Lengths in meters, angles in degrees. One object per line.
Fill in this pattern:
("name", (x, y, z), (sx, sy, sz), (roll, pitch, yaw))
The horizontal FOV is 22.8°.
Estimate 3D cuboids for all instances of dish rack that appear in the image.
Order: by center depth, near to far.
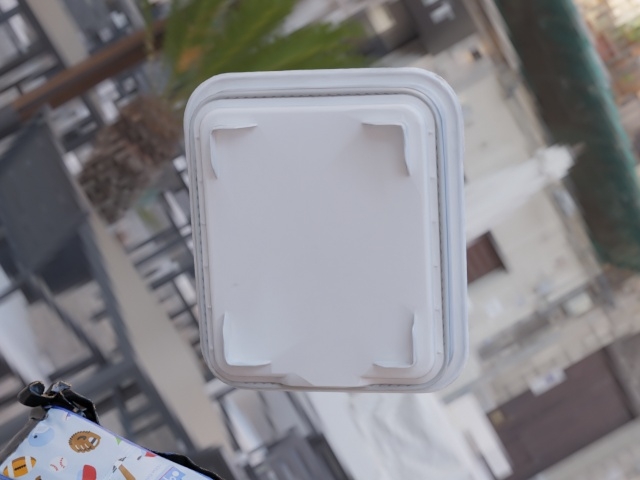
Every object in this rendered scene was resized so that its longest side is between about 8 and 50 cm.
("dish rack", (0.000, 0.000, 1.578), (0.072, 0.286, 0.332), (-46, 134, -73))

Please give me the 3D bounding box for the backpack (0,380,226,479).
("backpack", (-0.188, 0.303, 1.513), (0.276, 0.263, 0.213), (79, 30, -44))
